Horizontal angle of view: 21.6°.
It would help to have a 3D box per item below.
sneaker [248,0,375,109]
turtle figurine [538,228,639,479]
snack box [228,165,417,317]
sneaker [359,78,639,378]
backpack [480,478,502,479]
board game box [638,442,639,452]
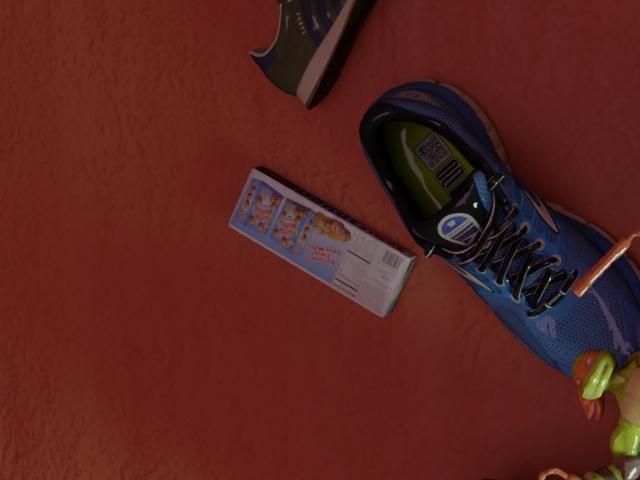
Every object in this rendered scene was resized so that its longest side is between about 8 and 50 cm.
[{"bbox_3d":[-0.001,-0.218,1.500,0.086,0.064,0.192,33,112,13],"label":"sneaker"},{"bbox_3d":[0.275,0.139,1.277,0.217,0.087,0.269,22,106,16],"label":"turtle figurine"},{"bbox_3d":[0.000,0.000,1.553,0.178,0.022,0.064,31,109,18],"label":"snack box"},{"bbox_3d":[0.145,0.002,1.417,0.330,0.147,0.130,46,113,12],"label":"sneaker"},{"bbox_3d":[0.232,0.315,1.392,0.253,0.191,0.225,2,100,32],"label":"backpack"},{"bbox_3d":[0.416,0.110,1.268,0.318,0.066,0.318,26,137,19],"label":"board game box"}]
